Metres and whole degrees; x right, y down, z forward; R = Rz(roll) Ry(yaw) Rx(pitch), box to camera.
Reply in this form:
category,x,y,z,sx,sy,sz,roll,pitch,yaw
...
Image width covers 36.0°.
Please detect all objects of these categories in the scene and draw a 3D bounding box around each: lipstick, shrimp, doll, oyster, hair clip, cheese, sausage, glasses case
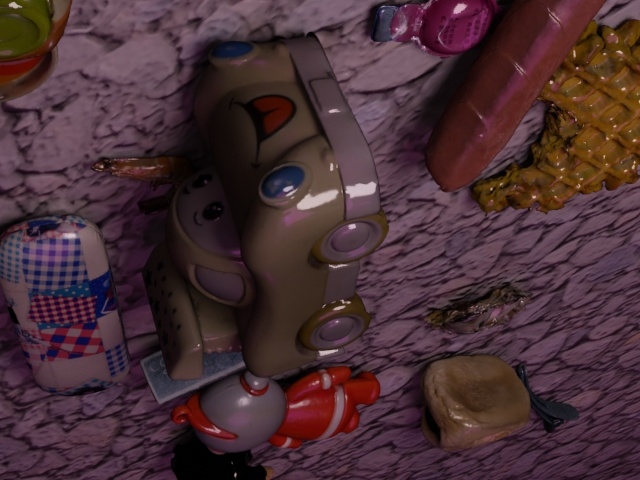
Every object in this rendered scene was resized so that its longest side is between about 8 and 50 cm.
category,x,y,z,sx,sy,sz,roll,pitch,yaw
lipstick,-0.101,0.131,1.320,0.290,0.077,0.076,-25,177,8
shrimp,-0.202,-0.065,1.106,0.127,0.025,0.091,8,135,-33
doll,-0.071,0.251,1.474,0.336,0.105,0.199,1,135,-34
oyster,0.240,0.105,1.461,0.166,0.053,0.108,-17,168,-15
hair clip,0.385,0.280,1.736,0.070,0.039,0.229,-31,138,16
cheese,0.125,-0.229,1.036,0.145,0.038,0.095,-5,138,-16
sausage,0.232,-0.222,1.026,0.088,0.088,0.433,13,124,-33
glasses case,-0.308,0.089,1.201,0.125,0.076,0.327,-11,141,-12

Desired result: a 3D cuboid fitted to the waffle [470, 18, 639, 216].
category,x,y,z,sx,sy,sz,roll,pitch,yaw
waffle,0.327,-0.138,1.201,0.260,0.069,0.293,-10,141,-10

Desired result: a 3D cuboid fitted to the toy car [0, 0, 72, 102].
category,x,y,z,sx,sy,sz,roll,pitch,yaw
toy car,-0.322,-0.186,0.846,0.235,0.145,0.235,-11,157,-5

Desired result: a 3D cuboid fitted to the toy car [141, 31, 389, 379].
category,x,y,z,sx,sy,sz,roll,pitch,yaw
toy car,-0.075,-0.022,1.039,0.226,0.242,0.336,-11,144,-13

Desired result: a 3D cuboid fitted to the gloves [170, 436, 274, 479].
category,x,y,z,sx,sy,sz,roll,pitch,yaw
gloves,-0.155,0.358,1.581,0.129,0.106,0.181,-23,169,6

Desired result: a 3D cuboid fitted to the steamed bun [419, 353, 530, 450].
category,x,y,z,sx,sy,sz,roll,pitch,yaw
steamed bun,0.232,0.280,1.598,0.172,0.140,0.155,-3,143,-24
